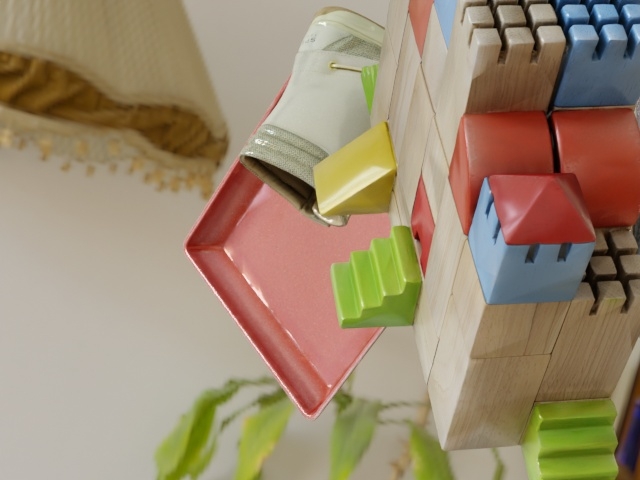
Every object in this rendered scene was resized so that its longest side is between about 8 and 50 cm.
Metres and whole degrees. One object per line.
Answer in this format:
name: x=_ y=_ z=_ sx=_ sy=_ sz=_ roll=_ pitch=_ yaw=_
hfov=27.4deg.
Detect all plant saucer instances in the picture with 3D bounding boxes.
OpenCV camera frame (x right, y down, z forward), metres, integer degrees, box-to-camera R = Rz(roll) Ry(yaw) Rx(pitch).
plant saucer: x=0.000 y=0.000 z=1.304 sx=0.048 sy=0.258 sz=0.259 roll=2 pitch=41 yaw=-48

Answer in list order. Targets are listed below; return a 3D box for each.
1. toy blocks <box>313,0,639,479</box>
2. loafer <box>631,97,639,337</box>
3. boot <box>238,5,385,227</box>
toy blocks: x=0.112 y=-0.067 z=0.789 sx=0.191 sy=0.381 sz=0.260 roll=-2 pitch=-40 yaw=-9
loafer: x=0.279 y=-0.056 z=1.124 sx=0.095 sy=0.302 sz=0.109 roll=20 pitch=-29 yaw=8
boot: x=0.057 y=-0.075 z=1.064 sx=0.213 sy=0.165 sz=0.077 roll=29 pitch=-23 yaw=-2
